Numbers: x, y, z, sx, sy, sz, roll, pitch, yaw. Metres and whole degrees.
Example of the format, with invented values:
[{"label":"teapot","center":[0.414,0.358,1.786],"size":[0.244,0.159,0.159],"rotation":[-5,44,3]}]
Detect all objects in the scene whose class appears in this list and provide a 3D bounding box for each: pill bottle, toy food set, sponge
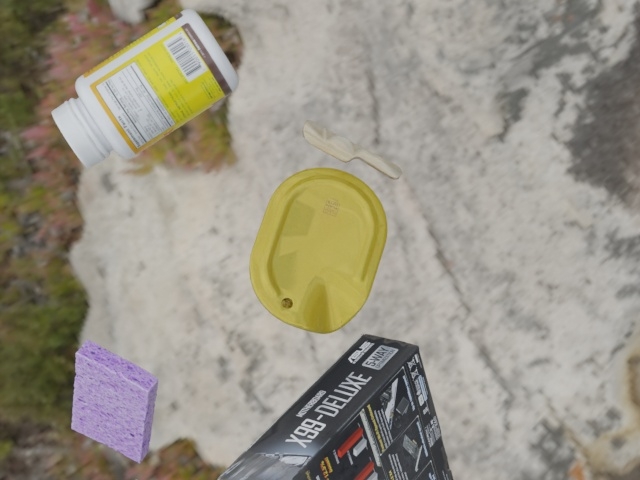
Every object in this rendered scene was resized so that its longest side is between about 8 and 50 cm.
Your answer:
[{"label":"pill bottle","center":[-0.215,-0.179,1.746],"size":[0.215,0.117,0.117],"rotation":[-33,90,-1]},{"label":"toy food set","center":[0.000,0.000,1.489],"size":[0.128,0.218,0.071],"rotation":[21,157,-2]},{"label":"sponge","center":[-0.289,0.229,2.005],"size":[0.117,0.031,0.210],"rotation":[27,142,9]}]

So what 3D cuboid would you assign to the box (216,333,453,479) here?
[{"label":"box","center":[0.039,0.288,1.424],"size":[0.076,0.242,0.308],"rotation":[9,129,39]}]
